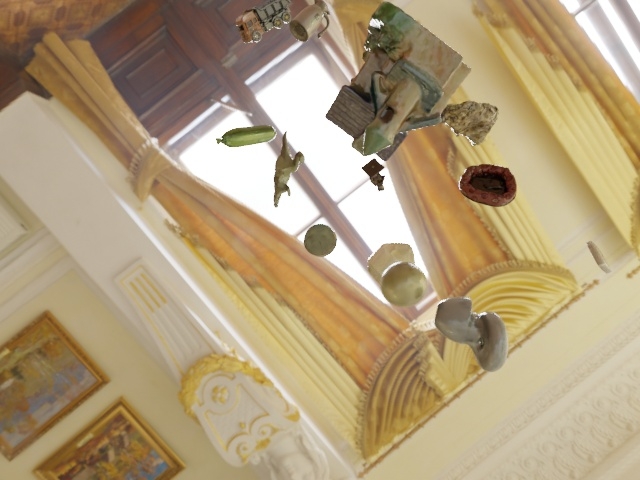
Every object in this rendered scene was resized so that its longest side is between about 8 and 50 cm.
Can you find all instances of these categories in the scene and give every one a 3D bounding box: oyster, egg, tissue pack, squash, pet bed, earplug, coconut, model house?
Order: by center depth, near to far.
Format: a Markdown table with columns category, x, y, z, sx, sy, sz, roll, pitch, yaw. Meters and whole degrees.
| category | x | y | z | sx | sy | sz | roll | pitch | yaw |
| --- | --- | --- | --- | --- | --- | --- | --- | --- | --- |
| model house | 0.148 | -0.330 | 0.971 | 0.280 | 0.245 | 0.312 | -54 | -173 | 17 |
| tissue pack | 0.897 | 0.053 | 1.359 | 0.023 | 0.056 | 0.108 | -39 | -151 | 34 |
| pet bed | 0.579 | -0.194 | 1.455 | 0.201 | 0.054 | 0.201 | -5 | -134 | 5 |
| earplug | 0.563 | 0.338 | 1.566 | 0.174 | 0.214 | 0.325 | -10 | -147 | -27 |
| oyster | 0.614 | -0.482 | 1.715 | 0.204 | 0.395 | 0.111 | -3 | -103 | 48 |
| egg | 0.337 | 0.181 | 1.725 | 0.186 | 0.186 | 0.242 | -40 | 173 | -9 |
| squash | -0.376 | -0.531 | 2.145 | 0.378 | 0.102 | 0.101 | -26 | 177 | -44 |
| coconut | 0.388 | 0.124 | 2.243 | 0.266 | 0.237 | 0.237 | -43 | -173 | 11 |

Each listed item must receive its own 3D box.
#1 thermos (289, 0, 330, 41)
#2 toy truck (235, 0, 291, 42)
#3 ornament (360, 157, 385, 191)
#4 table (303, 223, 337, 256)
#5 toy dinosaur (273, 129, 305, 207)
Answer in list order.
| category | x | y | z | sx | sy | sz | roll | pitch | yaw |
| --- | --- | --- | --- | --- | --- | --- | --- | --- | --- |
| thermos | -0.031 | -0.986 | 1.895 | 0.193 | 0.137 | 0.105 | -53 | -160 | -17 |
| toy truck | -0.184 | -0.728 | 1.380 | 0.192 | 0.092 | 0.083 | -39 | -146 | -12 |
| ornament | 0.267 | -0.293 | 1.949 | 0.081 | 0.088 | 0.203 | -40 | 148 | 6 |
| table | 0.000 | 0.000 | 1.717 | 0.133 | 0.134 | 0.043 | -37 | 158 | 7 |
| toy dinosaur | -0.135 | -0.238 | 1.529 | 0.294 | 0.077 | 0.162 | -65 | -152 | 26 |
